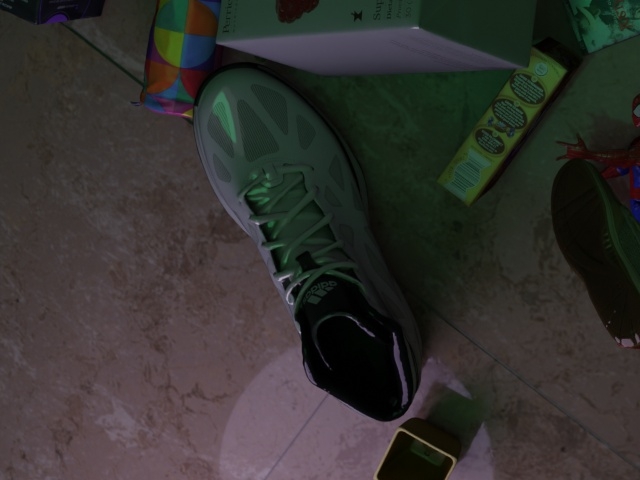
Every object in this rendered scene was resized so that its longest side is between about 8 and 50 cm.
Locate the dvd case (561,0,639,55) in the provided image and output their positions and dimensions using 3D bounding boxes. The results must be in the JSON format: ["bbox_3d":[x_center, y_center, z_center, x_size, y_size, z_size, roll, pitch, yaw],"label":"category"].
[{"bbox_3d":[0.327,-0.262,1.412,0.119,0.013,0.087,-19,97,24],"label":"dvd case"}]

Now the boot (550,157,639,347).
[{"bbox_3d":[0.340,0.011,1.344,0.077,0.165,0.213,-51,49,45],"label":"boot"}]

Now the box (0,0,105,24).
[{"bbox_3d":[-0.318,-0.409,1.528,0.143,0.165,0.270,26,110,12],"label":"box"}]

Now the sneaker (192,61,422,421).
[{"bbox_3d":[0.001,0.000,1.447,0.169,0.257,0.447,-29,97,0],"label":"sneaker"}]

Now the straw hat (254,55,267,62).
[{"bbox_3d":[-0.038,-0.279,1.512,0.061,0.144,0.144,-1,107,-21],"label":"straw hat"}]

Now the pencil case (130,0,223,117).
[{"bbox_3d":[-0.157,-0.259,1.545,0.104,0.104,0.236,17,108,15],"label":"pencil case"}]

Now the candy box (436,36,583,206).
[{"bbox_3d":[0.210,-0.132,1.436,0.053,0.109,0.187,36,113,9],"label":"candy box"}]

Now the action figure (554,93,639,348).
[{"bbox_3d":[0.319,-0.027,1.429,0.139,0.091,0.280,4,105,7],"label":"action figure"}]

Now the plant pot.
[{"bbox_3d":[0.125,0.263,1.582,0.081,0.083,0.081,28,111,11],"label":"plant pot"}]

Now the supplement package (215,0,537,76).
[{"bbox_3d":[0.057,-0.272,1.330,0.293,0.175,0.177,4,86,46],"label":"supplement package"}]
